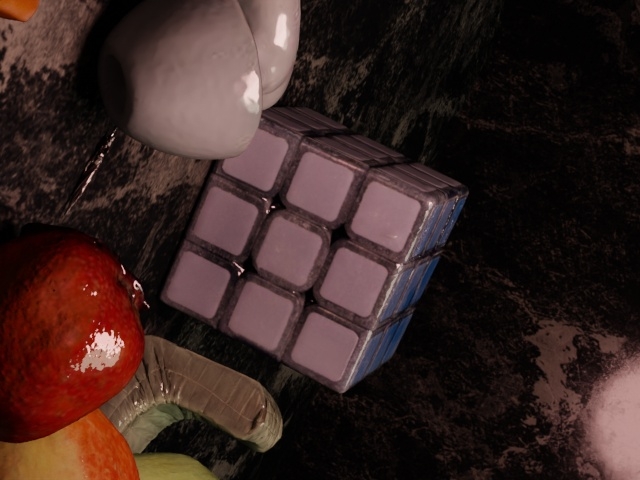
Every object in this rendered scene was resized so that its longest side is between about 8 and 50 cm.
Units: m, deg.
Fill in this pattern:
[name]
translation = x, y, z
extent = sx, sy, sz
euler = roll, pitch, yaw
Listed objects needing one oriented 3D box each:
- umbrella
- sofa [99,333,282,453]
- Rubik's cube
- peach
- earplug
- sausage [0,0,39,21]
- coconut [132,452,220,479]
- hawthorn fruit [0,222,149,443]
[umbrella]
translation = -0.241, -0.080, 1.487
extent = 0.122, 0.013, 0.022
euler = -62, -171, -13
[sofa]
translation = -0.182, 0.253, 1.931
extent = 0.210, 0.225, 0.176
euler = 78, 36, -75
[Rubik's cube]
translation = 0.000, 0.000, 1.981
extent = 0.305, 0.303, 0.301
euler = -67, 167, 10
[peach]
translation = -0.306, 0.254, 1.472
extent = 0.232, 0.257, 0.232
euler = -14, 149, -9
[earplug]
translation = -0.108, -0.212, 1.446
extent = 0.325, 0.175, 0.214
euler = -64, 168, -49
[sausage]
translation = -0.258, -0.199, 1.093
extent = 0.131, 0.041, 0.039
euler = 10, 84, -78
[coconut]
translation = -0.246, 0.421, 1.815
extent = 0.281, 0.328, 0.328
euler = -17, -149, 49
[hawthorn fruit]
translation = -0.283, 0.100, 1.350
extent = 0.251, 0.189, 0.189
euler = -40, 161, -15
